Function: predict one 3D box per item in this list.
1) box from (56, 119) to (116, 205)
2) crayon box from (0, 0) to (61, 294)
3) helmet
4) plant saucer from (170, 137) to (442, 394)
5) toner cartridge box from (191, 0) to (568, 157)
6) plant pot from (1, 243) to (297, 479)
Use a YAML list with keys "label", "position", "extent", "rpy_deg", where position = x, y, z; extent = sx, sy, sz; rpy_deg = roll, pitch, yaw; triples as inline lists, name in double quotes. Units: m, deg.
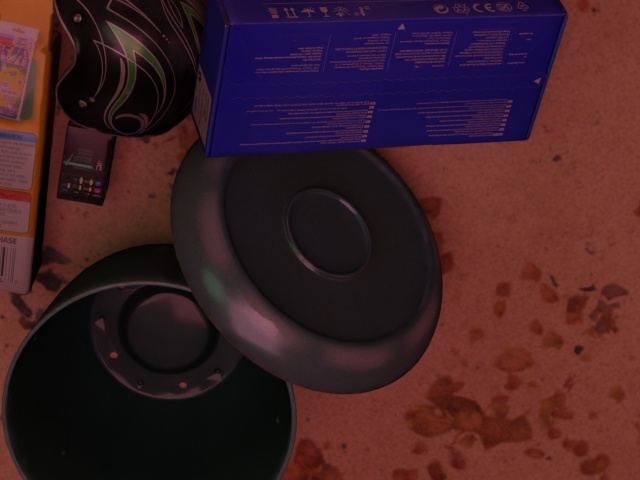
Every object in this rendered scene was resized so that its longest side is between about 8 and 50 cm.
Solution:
- label: "box"
  position: [-0.245, -0.087, 1.821]
  extent: [0.052, 0.062, 0.083]
  rpy_deg: [10, 110, -5]
- label: "crayon box"
  position: [-0.383, -0.117, 1.800]
  extent: [0.203, 0.083, 0.323]
  rpy_deg: [8, 111, -3]
- label: "helmet"
  position: [-0.189, -0.201, 1.729]
  extent: [0.169, 0.169, 0.161]
  rpy_deg: [14, 123, -5]
- label: "plant saucer"
  position: [0.000, 0.000, 1.732]
  extent: [0.317, 0.317, 0.044]
  rpy_deg: [37, 138, -12]
- label: "toner cartridge box"
  position: [0.055, -0.174, 1.701]
  extent: [0.348, 0.075, 0.165]
  rpy_deg: [-4, 135, -19]
- label: "plant pot"
  position: [-0.168, 0.135, 1.811]
  extent: [0.293, 0.235, 0.293]
  rpy_deg: [0, 111, 1]
